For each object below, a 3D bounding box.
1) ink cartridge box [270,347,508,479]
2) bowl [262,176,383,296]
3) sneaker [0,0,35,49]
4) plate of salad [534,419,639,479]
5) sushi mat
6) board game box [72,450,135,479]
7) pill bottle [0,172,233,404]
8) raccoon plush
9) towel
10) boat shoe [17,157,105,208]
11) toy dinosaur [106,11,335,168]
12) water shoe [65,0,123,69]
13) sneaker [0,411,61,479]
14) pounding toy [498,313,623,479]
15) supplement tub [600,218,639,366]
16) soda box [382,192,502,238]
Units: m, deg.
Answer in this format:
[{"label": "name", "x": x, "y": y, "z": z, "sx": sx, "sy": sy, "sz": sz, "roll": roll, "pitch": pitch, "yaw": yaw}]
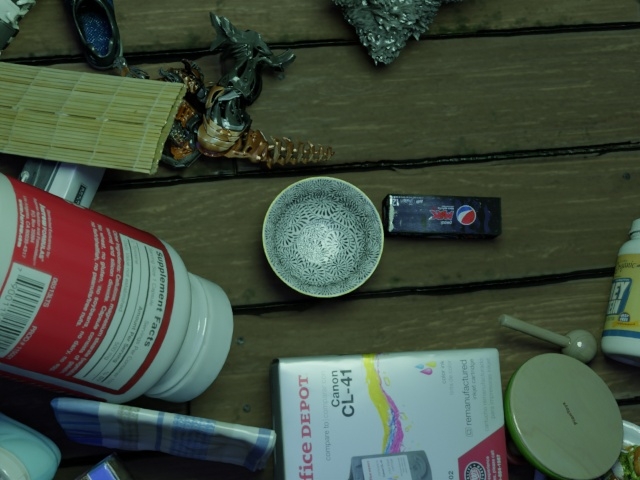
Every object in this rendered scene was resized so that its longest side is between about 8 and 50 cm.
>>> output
[{"label": "ink cartridge box", "x": 0.091, "y": 0.266, "z": 1.526, "sx": 0.306, "sy": 0.131, "sz": 0.226, "roll": -2, "pitch": 82, "yaw": -9}, {"label": "bowl", "x": 0.000, "y": 0.000, "z": 1.578, "sx": 0.170, "sy": 0.080, "sz": 0.170, "roll": 1, "pitch": 82, "yaw": -6}, {"label": "sneaker", "x": -0.468, "y": -0.298, "z": 1.543, "sx": 0.330, "sy": 0.122, "sz": 0.146, "roll": -20, "pitch": 91, "yaw": 6}, {"label": "plate of salad", "x": 0.401, "y": 0.341, "z": 1.565, "sx": 0.199, "sy": 0.048, "sz": 0.200, "roll": -5, "pitch": 63, "yaw": 10}, {"label": "sushi mat", "x": -0.346, "y": -0.170, "z": 1.512, "sx": 0.316, "sy": 0.019, "sz": 0.151, "roll": 9, "pitch": 63, "yaw": 18}, {"label": "board game box", "x": -0.345, "y": 0.410, "z": 1.397, "sx": 0.291, "sy": 0.232, "sz": 0.141, "roll": -34, "pitch": 88, "yaw": -10}, {"label": "pill bottle", "x": -0.311, "y": 0.072, "z": 1.372, "sx": 0.407, "sy": 0.229, "sz": 0.229, "roll": 25, "pitch": 76, "yaw": -42}, {"label": "raccoon plush", "x": 0.191, "y": -0.419, "z": 1.505, "sx": 0.216, "sy": 0.446, "sz": 0.299, "roll": 45, "pitch": 65, "yaw": -13}, {"label": "towel", "x": -0.201, "y": 0.254, "z": 1.451, "sx": 0.285, "sy": 0.209, "sz": 0.034, "roll": 10, "pitch": 70, "yaw": -5}, {"label": "boat shoe", "x": -0.391, "y": -0.041, "z": 1.524, "sx": 0.102, "sy": 0.108, "sz": 0.301, "roll": 19, "pitch": 79, "yaw": 17}, {"label": "toy dinosaur", "x": -0.140, "y": -0.193, "z": 1.580, "sx": 0.322, "sy": 0.164, "sz": 0.218, "roll": 22, "pitch": 94, "yaw": -22}, {"label": "water shoe", "x": -0.328, "y": -0.347, "z": 1.588, "sx": 0.073, "sy": 0.080, "sz": 0.203, "roll": -21, "pitch": 85, "yaw": -10}, {"label": "sneaker", "x": -0.509, "y": 0.255, "z": 1.470, "sx": 0.366, "sy": 0.150, "sz": 0.135, "roll": 24, "pitch": 110, "yaw": 15}, {"label": "pounding toy", "x": 0.315, "y": 0.239, "z": 1.574, "sx": 0.183, "sy": 0.110, "sz": 0.237, "roll": 10, "pitch": 58, "yaw": -21}, {"label": "supplement tub", "x": 0.489, "y": 0.080, "z": 1.596, "sx": 0.144, "sy": 0.144, "sz": 0.200, "roll": 15, "pitch": 80, "yaw": -5}, {"label": "soda box", "x": 0.176, "y": -0.034, "z": 1.619, "sx": 0.168, "sy": 0.053, "sz": 0.060, "roll": 1, "pitch": 82, "yaw": -6}]
